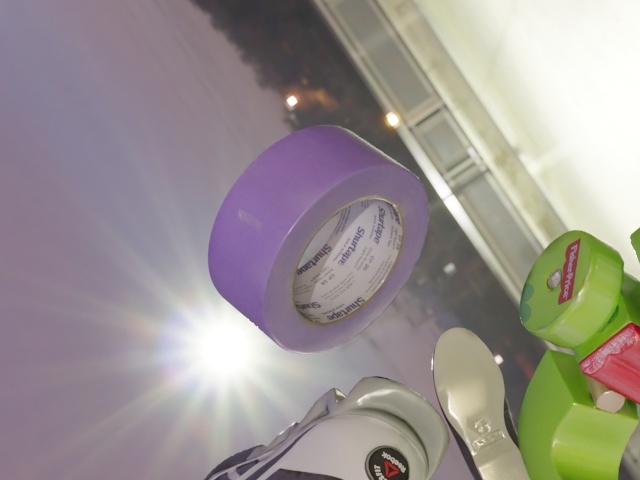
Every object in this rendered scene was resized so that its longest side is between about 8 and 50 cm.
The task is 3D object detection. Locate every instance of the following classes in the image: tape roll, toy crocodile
[{"bbox_3d":[0.000,0.000,1.208,0.080,0.189,0.189,38,172,37],"label":"tape roll"},{"bbox_3d":[0.218,0.008,0.756,0.115,0.340,0.105,28,-154,-20],"label":"toy crocodile"}]

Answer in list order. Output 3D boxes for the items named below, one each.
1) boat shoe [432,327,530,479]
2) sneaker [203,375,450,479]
[{"bbox_3d":[0.115,0.128,0.985,0.043,0.049,0.137,68,179,-83],"label":"boat shoe"},{"bbox_3d":[-0.039,0.229,1.019,0.122,0.330,0.146,34,-132,-3],"label":"sneaker"}]
